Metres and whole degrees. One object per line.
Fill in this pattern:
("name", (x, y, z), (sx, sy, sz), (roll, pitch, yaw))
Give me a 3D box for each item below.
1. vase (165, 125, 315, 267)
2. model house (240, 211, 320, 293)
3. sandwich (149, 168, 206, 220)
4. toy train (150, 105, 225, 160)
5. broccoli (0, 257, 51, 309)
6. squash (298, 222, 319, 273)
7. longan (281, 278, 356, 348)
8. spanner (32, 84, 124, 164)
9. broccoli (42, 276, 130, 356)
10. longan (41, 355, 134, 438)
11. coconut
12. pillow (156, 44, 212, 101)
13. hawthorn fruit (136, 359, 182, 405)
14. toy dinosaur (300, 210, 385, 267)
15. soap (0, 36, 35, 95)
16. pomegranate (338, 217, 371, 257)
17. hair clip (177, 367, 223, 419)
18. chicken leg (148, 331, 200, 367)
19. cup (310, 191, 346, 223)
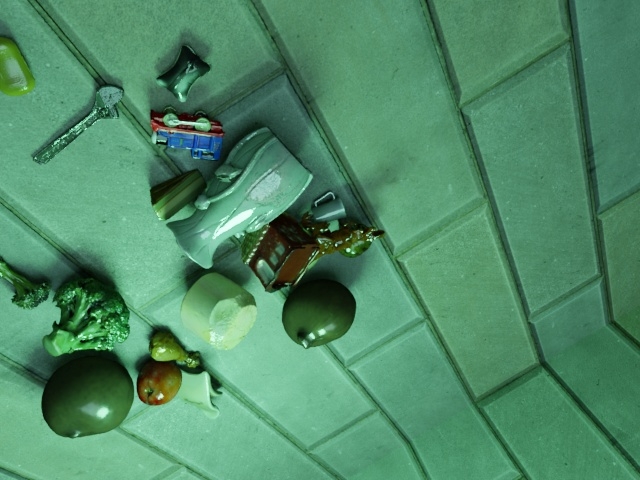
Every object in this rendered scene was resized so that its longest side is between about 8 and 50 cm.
("vase", (-0.250, -0.123, 1.456), (0.445, 0.250, 0.250), (-42, 127, 4))
("model house", (-0.156, 0.015, 1.610), (0.160, 0.254, 0.196), (-1, 133, -48))
("sandwich", (-0.425, -0.136, 1.475), (0.163, 0.113, 0.079), (-23, 128, -5))
("toy train", (-0.383, -0.305, 1.394), (0.204, 0.082, 0.131), (3, 124, -22))
("broccoli", (-0.934, 0.128, 1.491), (0.118, 0.122, 0.204), (-42, 114, -8))
("squash", (-0.108, 0.033, 1.766), (0.219, 0.041, 0.219), (-7, 124, -11))
("longan", (-0.010, 0.276, 1.822), (0.300, 0.300, 0.243), (-40, 105, 9))
("spanner", (-0.658, -0.309, 1.323), (0.325, 0.026, 0.093), (-36, 127, 7))
("broccoli", (-0.751, 0.252, 1.547), (0.270, 0.270, 0.269), (-46, 145, -46))
("longan", (-0.814, 0.548, 1.706), (0.298, 0.297, 0.297), (-10, 126, -14))
("coconut", (-0.365, 0.237, 1.691), (0.239, 0.244, 0.239), (-47, 154, -31))
("pillow", (-0.369, -0.452, 1.316), (0.136, 0.055, 0.091), (-45, 145, 15))
("hawthorn fruit", (-0.614, 0.543, 1.838), (0.173, 0.173, 0.172), (-10, 126, -14))
("toy dinosaur", (0.000, 0.000, 1.673), (0.432, 0.097, 0.208), (-20, 134, 22))
("soap", (-0.766, -0.425, 1.189), (0.089, 0.045, 0.140), (-20, 127, -10))
("pomegranate", (0.112, -0.012, 1.758), (0.138, 0.125, 0.163), (-28, 129, 16))
("hair clip", (-0.485, 0.619, 1.959), (0.173, 0.113, 0.282), (4, 144, 24))
("chicken leg", (-0.549, 0.426, 1.843), (0.107, 0.087, 0.251), (-31, 136, 16))
("cup", (0.025, -0.115, 1.697), (0.116, 0.074, 0.104), (-18, 104, -2))
